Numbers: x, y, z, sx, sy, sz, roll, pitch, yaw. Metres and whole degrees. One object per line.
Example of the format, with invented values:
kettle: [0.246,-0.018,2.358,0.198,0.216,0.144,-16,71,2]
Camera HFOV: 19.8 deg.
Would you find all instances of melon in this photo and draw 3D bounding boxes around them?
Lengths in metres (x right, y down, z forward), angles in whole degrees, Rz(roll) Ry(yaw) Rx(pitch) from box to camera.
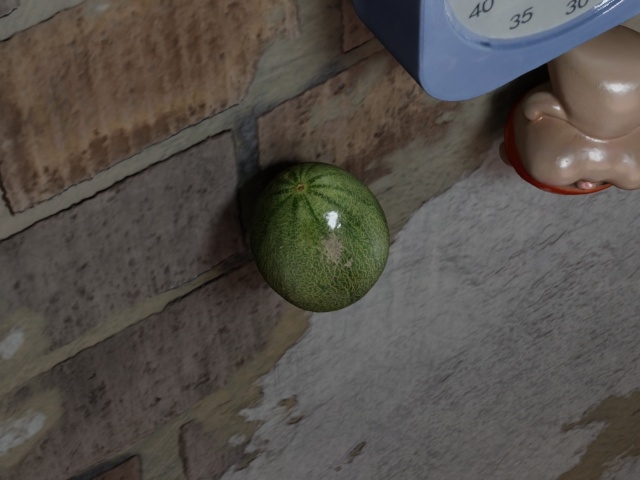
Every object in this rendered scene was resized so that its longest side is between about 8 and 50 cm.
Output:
melon: [0.000,0.000,1.827,0.139,0.139,0.192,-33,148,-7]

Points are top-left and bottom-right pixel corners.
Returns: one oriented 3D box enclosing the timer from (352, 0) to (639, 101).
timer: [0.210,-0.311,1.572,0.395,0.173,0.395,-26,150,-17]

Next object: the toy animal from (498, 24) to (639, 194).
toy animal: [0.279,-0.132,1.930,0.171,0.171,0.197,-18,142,-30]
